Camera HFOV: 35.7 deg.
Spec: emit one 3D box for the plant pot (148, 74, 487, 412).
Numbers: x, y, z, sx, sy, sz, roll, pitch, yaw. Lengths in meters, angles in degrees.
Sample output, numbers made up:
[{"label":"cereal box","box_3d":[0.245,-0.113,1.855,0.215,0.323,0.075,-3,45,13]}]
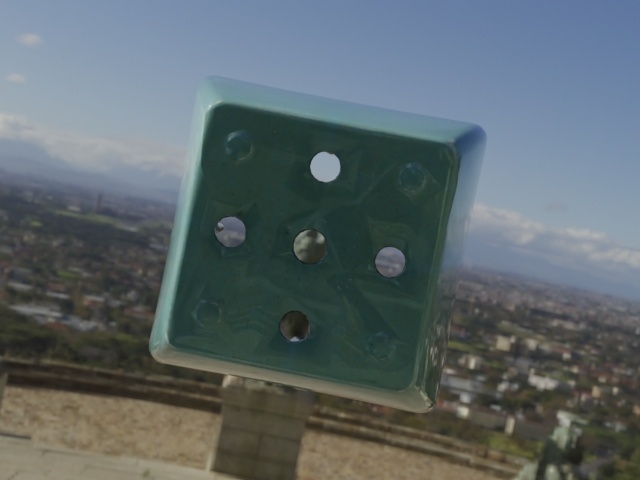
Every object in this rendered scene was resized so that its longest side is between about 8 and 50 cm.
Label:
[{"label":"plant pot","box_3d":[0.000,0.000,0.512,0.165,0.166,0.234,11,0,1]}]
